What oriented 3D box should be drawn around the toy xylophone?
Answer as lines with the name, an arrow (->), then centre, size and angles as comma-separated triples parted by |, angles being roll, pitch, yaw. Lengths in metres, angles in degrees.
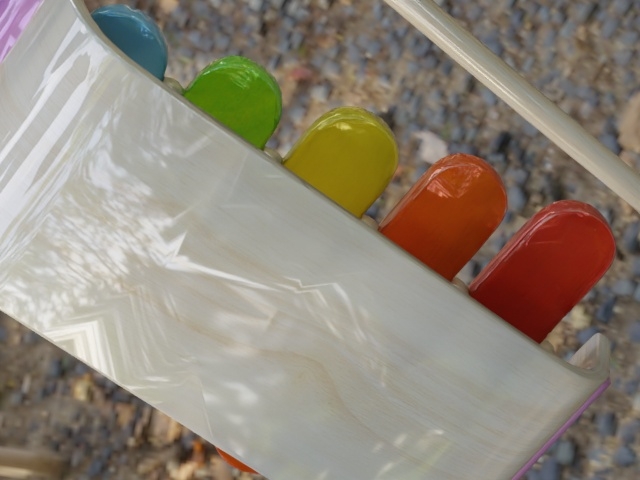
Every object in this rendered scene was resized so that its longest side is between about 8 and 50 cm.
toy xylophone -> 0.000, 0.000, 0.624 | 0.236, 0.323, 0.081 | -42, 18, 17
